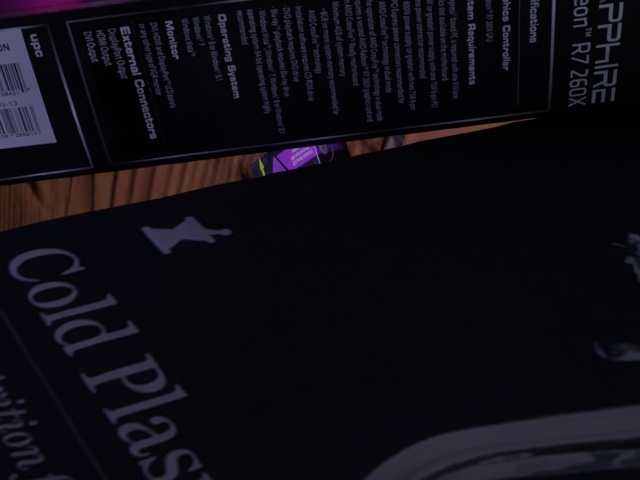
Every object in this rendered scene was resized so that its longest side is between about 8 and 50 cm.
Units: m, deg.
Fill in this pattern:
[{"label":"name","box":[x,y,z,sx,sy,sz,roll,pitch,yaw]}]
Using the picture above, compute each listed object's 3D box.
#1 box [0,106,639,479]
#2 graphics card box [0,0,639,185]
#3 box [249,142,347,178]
[{"label":"box","box":[0.120,0.196,0.428,0.480,0.472,0.297,44,138,45]},{"label":"graphics card box","box":[-0.060,-0.141,0.576,0.094,0.371,0.233,80,-176,-50]},{"label":"box","box":[0.000,0.000,1.035,0.116,0.029,0.162,-30,77,61]}]
